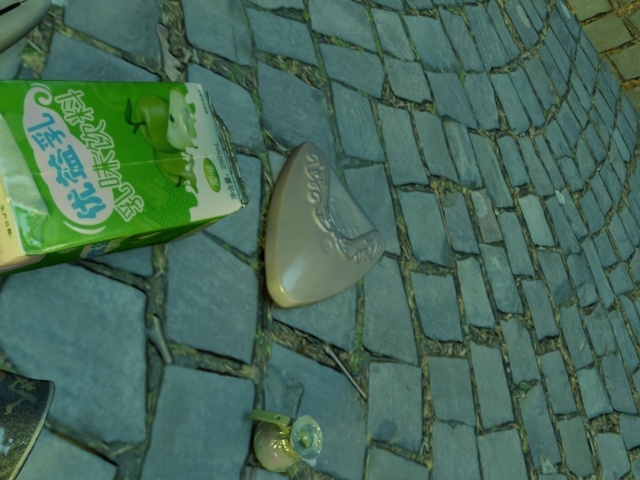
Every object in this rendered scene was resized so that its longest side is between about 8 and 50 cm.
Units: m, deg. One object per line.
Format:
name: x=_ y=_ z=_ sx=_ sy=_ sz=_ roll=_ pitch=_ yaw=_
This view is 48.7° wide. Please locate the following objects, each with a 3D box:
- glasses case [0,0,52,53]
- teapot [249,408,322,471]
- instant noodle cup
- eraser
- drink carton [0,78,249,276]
glasses case: x=-0.323 y=-0.185 z=0.647 sx=0.049 sy=0.074 sz=0.193 roll=55 pitch=41 yaw=-21
teapot: x=-0.041 y=0.220 z=0.798 sx=0.083 sy=0.064 sz=0.064 roll=52 pitch=41 yaw=-19
instant noodle cup: x=-0.288 y=0.131 z=0.520 sx=0.135 sy=0.127 sz=0.127 roll=34 pitch=50 yaw=-23
eraser: x=0.001 y=0.000 z=0.947 sx=0.204 sy=0.059 sz=0.243 roll=53 pitch=37 yaw=-18
drink carton: x=-0.215 y=-0.072 z=0.695 sx=0.271 sy=0.108 sz=0.161 roll=-15 pitch=85 yaw=-51
